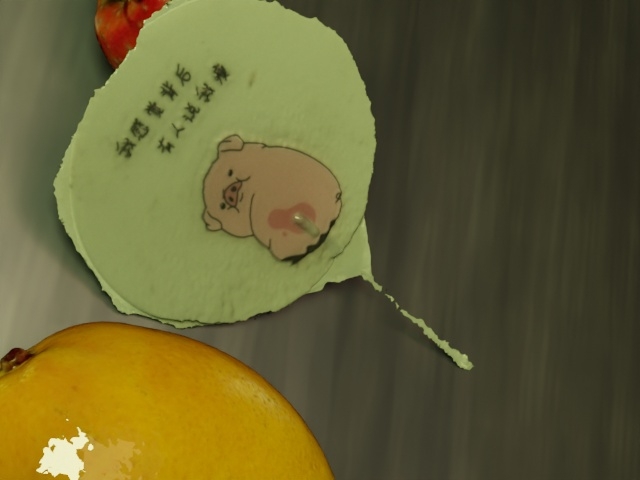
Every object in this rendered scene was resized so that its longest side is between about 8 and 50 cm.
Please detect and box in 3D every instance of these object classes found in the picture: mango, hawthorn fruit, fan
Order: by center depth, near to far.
[{"bbox_3d":[-0.067,0.119,0.483,0.219,0.112,0.145,34,57,-39],"label":"mango"},{"bbox_3d":[-0.079,-0.119,0.555,0.093,0.093,0.093,12,69,-34],"label":"hawthorn fruit"},{"bbox_3d":[0.001,0.000,0.591,0.310,0.010,0.182,38,85,-35],"label":"fan"}]
